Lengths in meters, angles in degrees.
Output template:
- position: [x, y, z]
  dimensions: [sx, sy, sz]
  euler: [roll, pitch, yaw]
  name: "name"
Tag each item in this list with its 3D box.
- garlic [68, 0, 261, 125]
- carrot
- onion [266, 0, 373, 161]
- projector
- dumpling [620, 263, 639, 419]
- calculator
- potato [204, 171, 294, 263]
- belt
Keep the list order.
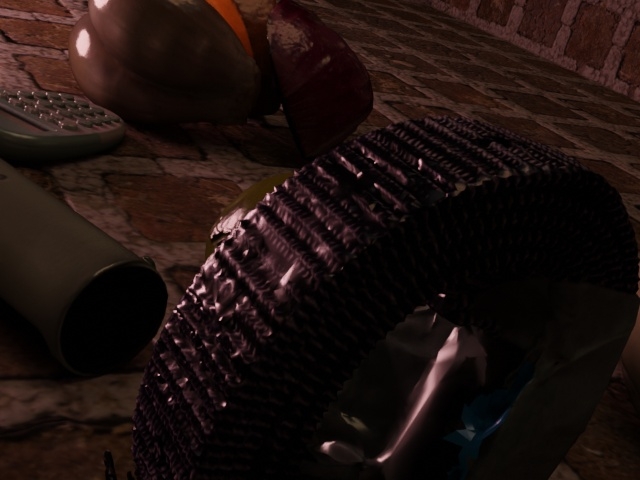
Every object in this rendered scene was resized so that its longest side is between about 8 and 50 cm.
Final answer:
- position: [-0.252, -0.320, 1.340]
  dimensions: [0.246, 0.231, 0.340]
  euler: [-19, 50, -22]
  name: "garlic"
- position: [-0.137, -0.332, 1.488]
  dimensions: [0.100, 0.258, 0.307]
  euler: [-14, 44, -16]
  name: "carrot"
- position: [0.016, -0.258, 1.388]
  dimensions: [0.111, 0.247, 0.250]
  euler: [-10, 14, 22]
  name: "onion"
- position: [-0.280, -0.009, 0.798]
  dimensions: [0.338, 0.108, 0.108]
  euler: [31, 26, 32]
  name: "projector"
- position: [0.438, 0.140, 0.884]
  dimensions: [0.315, 0.233, 0.395]
  euler: [45, 3, -12]
  name: "dumpling"
- position: [-0.374, -0.149, 1.155]
  dimensions: [0.184, 0.042, 0.295]
  euler: [26, 21, 23]
  name: "calculator"
- position: [0.000, 0.000, 0.912]
  dimensions: [0.186, 0.148, 0.253]
  euler: [33, 27, 31]
  name: "potato"
- position: [0.040, 0.083, 0.520]
  dimensions: [0.260, 0.324, 0.122]
  euler: [31, 7, -38]
  name: "belt"
